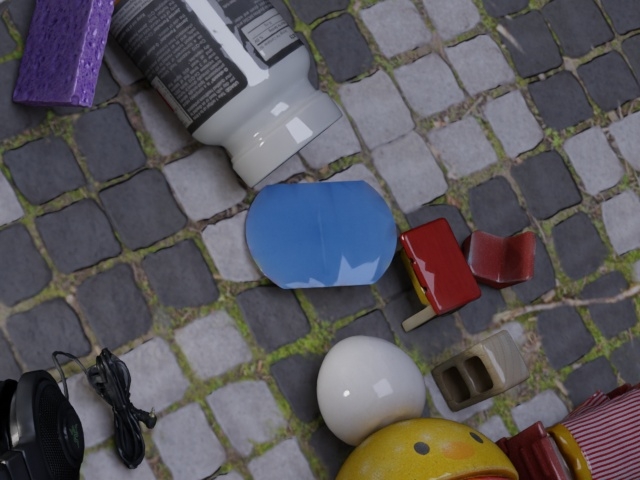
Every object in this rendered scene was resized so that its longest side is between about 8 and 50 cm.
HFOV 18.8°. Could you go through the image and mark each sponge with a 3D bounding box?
[{"bbox_3d":[-0.261,-0.242,2.042,0.031,0.117,0.210,18,80,-39],"label":"sponge"}]

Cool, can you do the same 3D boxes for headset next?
[{"bbox_3d":[-0.311,0.215,1.838,0.394,0.243,0.185,-35,115,-49],"label":"headset"}]

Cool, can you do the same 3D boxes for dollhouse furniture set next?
[{"bbox_3d":[0.245,0.129,2.171,0.201,0.152,0.374,-21,83,-31],"label":"dollhouse furniture set"}]

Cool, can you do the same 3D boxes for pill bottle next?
[{"bbox_3d":[-0.112,-0.205,2.108,0.162,0.162,0.278,-39,93,-32],"label":"pill bottle"}]

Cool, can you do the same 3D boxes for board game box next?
[{"bbox_3d":[0.000,0.000,2.159,0.168,0.033,0.133,-3,62,-8],"label":"board game box"}]

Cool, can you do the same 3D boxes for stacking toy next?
[{"bbox_3d":[0.113,0.306,2.000,0.350,0.350,0.480,-13,61,-30],"label":"stacking toy"}]

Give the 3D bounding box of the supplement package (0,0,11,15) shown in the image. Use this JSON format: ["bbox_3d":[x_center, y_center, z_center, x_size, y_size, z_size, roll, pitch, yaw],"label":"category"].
[{"bbox_3d":[-0.479,-0.268,1.923,0.198,0.199,0.263,-38,92,-31],"label":"supplement package"}]
